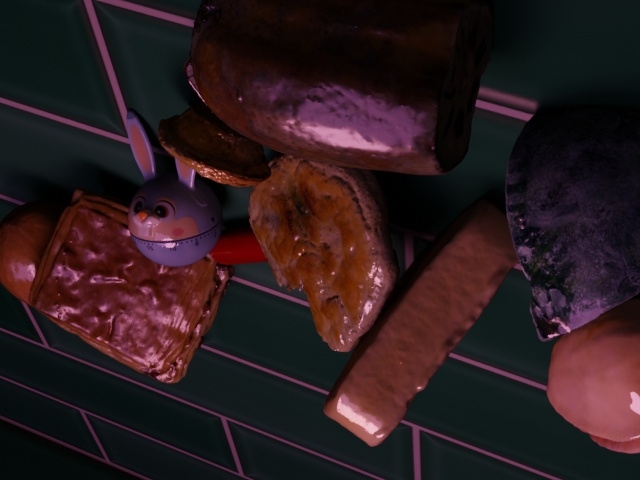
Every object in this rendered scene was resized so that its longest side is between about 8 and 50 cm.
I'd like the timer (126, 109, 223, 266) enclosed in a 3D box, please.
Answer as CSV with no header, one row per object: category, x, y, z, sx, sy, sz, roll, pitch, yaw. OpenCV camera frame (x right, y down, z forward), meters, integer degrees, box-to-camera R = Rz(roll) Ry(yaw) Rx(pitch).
timer,-0.254,-0.067,1.916,0.175,0.175,0.255,11,144,29

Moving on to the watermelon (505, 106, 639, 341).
watermelon,0.344,-0.036,1.444,0.289,0.320,0.213,50,-173,26

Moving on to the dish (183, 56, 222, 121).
dish,-0.092,-0.228,1.628,0.190,0.066,0.191,19,148,13

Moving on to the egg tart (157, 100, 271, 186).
egg tart,-0.149,-0.147,1.733,0.191,0.191,0.074,29,111,1

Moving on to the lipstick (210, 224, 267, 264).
lipstick,-0.078,0.002,1.958,0.279,0.073,0.073,-7,134,47

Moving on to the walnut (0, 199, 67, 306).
walnut,-0.516,0.046,2.272,0.203,0.203,0.298,12,148,27

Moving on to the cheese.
cheese,0.168,0.090,1.711,0.104,0.384,0.384,37,150,0

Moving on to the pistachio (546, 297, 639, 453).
pistachio,0.452,0.199,1.655,0.230,0.230,0.309,38,158,-15

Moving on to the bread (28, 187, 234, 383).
bread,-0.338,0.071,2.136,0.324,0.278,0.167,26,-171,-3

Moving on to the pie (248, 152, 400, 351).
pie,0.000,0.000,1.754,0.337,0.075,0.338,28,125,47

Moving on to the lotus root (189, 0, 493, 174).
lotus root,0.014,-0.208,1.370,0.346,0.250,0.250,16,148,12
